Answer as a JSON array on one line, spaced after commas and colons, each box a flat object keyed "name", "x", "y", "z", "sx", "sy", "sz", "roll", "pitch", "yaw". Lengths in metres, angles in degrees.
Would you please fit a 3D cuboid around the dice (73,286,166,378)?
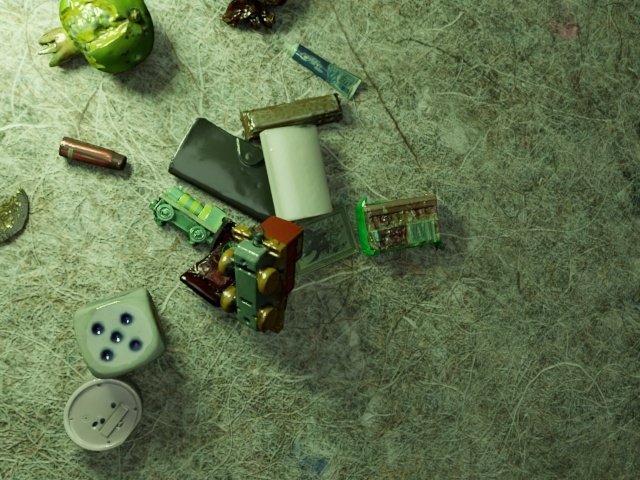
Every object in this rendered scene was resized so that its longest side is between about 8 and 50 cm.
[{"name": "dice", "x": -0.527, "y": 0.240, "z": 1.285, "sx": 0.191, "sy": 0.193, "sz": 0.194, "roll": -20, "pitch": 98, "yaw": -15}]

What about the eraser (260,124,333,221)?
[{"name": "eraser", "x": -0.068, "y": -0.197, "z": 1.432, "sx": 0.173, "sy": 0.094, "sz": 0.271, "roll": -13, "pitch": 92, "yaw": -26}]

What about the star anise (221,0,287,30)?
[{"name": "star anise", "x": -0.188, "y": -0.697, "z": 1.395, "sx": 0.220, "sy": 0.190, "sz": 0.126, "roll": -40, "pitch": 61, "yaw": 3}]

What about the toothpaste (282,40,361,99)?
[{"name": "toothpaste", "x": 0.002, "y": -0.538, "z": 1.508, "sx": 0.268, "sy": 0.047, "sz": 0.069, "roll": 27, "pitch": 71, "yaw": -19}]

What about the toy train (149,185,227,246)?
[{"name": "toy train", "x": -0.381, "y": -0.073, "z": 1.386, "sx": 0.200, "sy": 0.083, "sz": 0.132, "roll": 36, "pitch": 70, "yaw": -15}]

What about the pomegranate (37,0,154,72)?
[{"name": "pomegranate", "x": -0.584, "y": -0.541, "z": 1.257, "sx": 0.301, "sy": 0.236, "sz": 0.236, "roll": -14, "pitch": 96, "yaw": 17}]

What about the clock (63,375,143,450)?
[{"name": "clock", "x": -0.594, "y": 0.469, "z": 1.335, "sx": 0.196, "sy": 0.068, "sz": 0.197, "roll": -1, "pitch": 92, "yaw": -17}]

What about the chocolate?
[{"name": "chocolate", "x": -0.083, "y": -0.379, "z": 1.474, "sx": 0.328, "sy": 0.065, "sz": 0.103, "roll": -16, "pitch": 96, "yaw": -14}]

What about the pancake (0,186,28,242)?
[{"name": "pancake", "x": -0.872, "y": -0.078, "z": 1.262, "sx": 0.190, "sy": 0.020, "sz": 0.184, "roll": 26, "pitch": 85, "yaw": -17}]

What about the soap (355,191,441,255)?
[{"name": "soap", "x": 0.260, "y": -0.049, "z": 1.569, "sx": 0.273, "sy": 0.098, "sz": 0.218, "roll": -10, "pitch": 94, "yaw": -16}]

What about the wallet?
[{"name": "wallet", "x": -0.240, "y": -0.197, "z": 1.437, "sx": 0.377, "sy": 0.051, "sz": 0.197, "roll": 29, "pitch": 82, "yaw": -18}]

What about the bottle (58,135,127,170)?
[{"name": "bottle", "x": -0.616, "y": -0.233, "z": 1.319, "sx": 0.164, "sy": 0.060, "sz": 0.060, "roll": 15, "pitch": 87, "yaw": -17}]

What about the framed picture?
[{"name": "framed picture", "x": 0.000, "y": 0.000, "z": 1.527, "sx": 0.231, "sy": 0.010, "sz": 0.173, "roll": -23, "pitch": 105, "yaw": -15}]

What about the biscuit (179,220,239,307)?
[{"name": "biscuit", "x": -0.281, "y": 0.072, "z": 1.423, "sx": 0.151, "sy": 0.063, "sz": 0.235, "roll": 44, "pitch": 72, "yaw": -14}]

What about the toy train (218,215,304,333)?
[{"name": "toy train", "x": -0.153, "y": 0.087, "z": 1.349, "sx": 0.231, "sy": 0.163, "sz": 0.370, "roll": -43, "pitch": 148, "yaw": -43}]
